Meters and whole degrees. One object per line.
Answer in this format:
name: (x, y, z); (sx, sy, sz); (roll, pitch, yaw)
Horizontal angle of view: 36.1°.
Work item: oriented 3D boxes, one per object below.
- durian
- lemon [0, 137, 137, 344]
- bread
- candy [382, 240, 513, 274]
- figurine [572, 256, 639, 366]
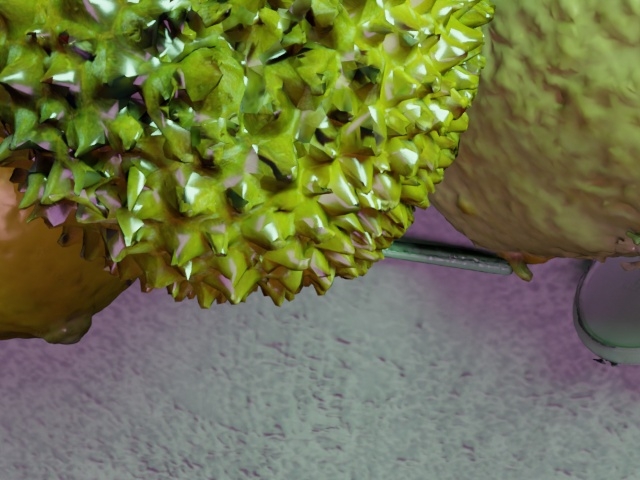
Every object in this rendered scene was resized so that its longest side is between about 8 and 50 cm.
durian: (-0.046, -0.115, 0.465); (0.258, 0.258, 0.293); (5, 81, 3)
lemon: (-0.219, -0.079, 0.652); (0.245, 0.245, 0.320); (-27, 77, 20)
bread: (0.187, -0.085, 0.558); (0.236, 0.165, 0.375); (55, 155, -19)
candy: (0.000, -0.001, 0.791); (0.323, 0.097, 0.097); (7, 121, -8)
figurine: (0.289, 0.078, 0.784); (0.132, 0.132, 0.153); (-31, 127, 22)
